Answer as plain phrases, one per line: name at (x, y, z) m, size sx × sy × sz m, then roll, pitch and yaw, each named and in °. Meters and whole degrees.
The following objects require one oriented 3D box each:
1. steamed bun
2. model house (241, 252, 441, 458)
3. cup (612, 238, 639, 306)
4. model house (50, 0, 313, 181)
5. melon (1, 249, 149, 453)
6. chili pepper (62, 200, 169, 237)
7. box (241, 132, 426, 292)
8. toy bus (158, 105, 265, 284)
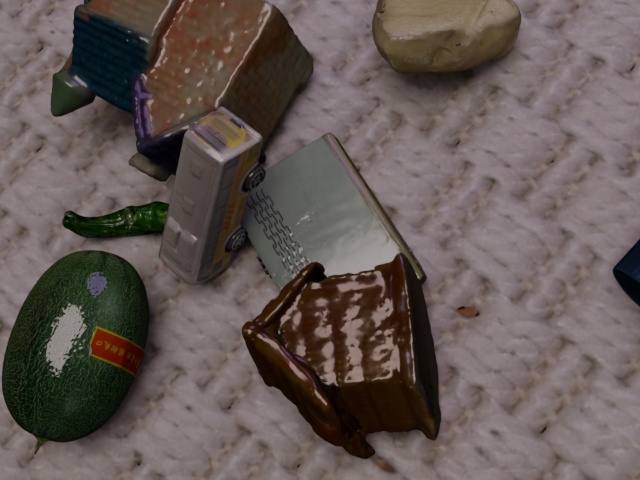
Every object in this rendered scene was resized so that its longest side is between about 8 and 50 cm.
steamed bun at (0.183, -0.303, 1.379) m, size 0.212 × 0.110 × 0.231 m, roll 10°, pitch 44°, yaw 7°
model house at (0.030, 0.154, 1.211) m, size 0.229 × 0.199 × 0.220 m, roll -5°, pitch 59°, yaw 11°
cup at (0.486, 0.039, 1.213) m, size 0.155 × 0.131 × 0.176 m, roll -41°, pitch 95°, yaw 0°
model house at (-0.219, -0.232, 1.374) m, size 0.312 × 0.245 × 0.280 m, roll 26°, pitch 86°, yaw 18°
melon at (-0.336, 0.152, 1.283) m, size 0.182 × 0.182 × 0.288 m, roll 16°, pitch 77°, yaw 15°
chili pepper at (-0.287, -0.030, 1.394) m, size 0.182 × 0.073 × 0.050 m, roll -5°, pitch 93°, yaw 3°
box at (0.000, 0.000, 1.346) m, size 0.210 × 0.045 × 0.270 m, roll -33°, pitch 69°, yaw -1°
toy bus at (-0.151, -0.051, 1.273) m, size 0.092 × 0.268 × 0.106 m, roll 38°, pitch 47°, yaw 16°
